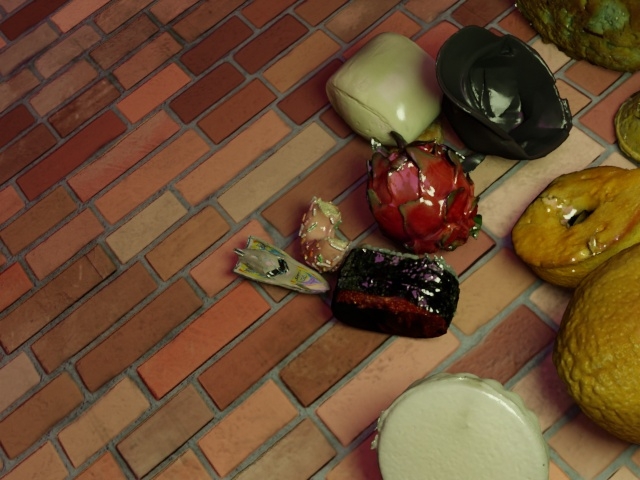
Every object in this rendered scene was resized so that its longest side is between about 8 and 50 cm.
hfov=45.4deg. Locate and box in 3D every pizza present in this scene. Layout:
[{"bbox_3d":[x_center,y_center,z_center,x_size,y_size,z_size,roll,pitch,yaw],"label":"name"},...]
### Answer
[{"bbox_3d":[0.189,-0.169,1.531,0.099,0.036,0.160,16,68,26],"label":"pizza"}]

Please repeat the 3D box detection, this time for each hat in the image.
[{"bbox_3d":[0.289,-0.259,1.441,0.209,0.336,0.238,-14,72,51],"label":"hat"}]

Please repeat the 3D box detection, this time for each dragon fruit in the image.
[{"bbox_3d":[0.174,-0.086,1.392,0.274,0.192,0.193,42,86,10],"label":"dragon fruit"}]

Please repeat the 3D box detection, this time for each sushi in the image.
[{"bbox_3d":[0.131,0.090,1.352,0.225,0.136,0.126,5,61,25],"label":"sushi"}]

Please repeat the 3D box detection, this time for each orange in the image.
[{"bbox_3d":[0.522,0.146,1.111,0.357,0.322,0.322,-21,58,16],"label":"orange"}]

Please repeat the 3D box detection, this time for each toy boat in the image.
[{"bbox_3d":[-0.071,0.058,1.459,0.210,0.066,0.084,19,70,22],"label":"toy boat"}]

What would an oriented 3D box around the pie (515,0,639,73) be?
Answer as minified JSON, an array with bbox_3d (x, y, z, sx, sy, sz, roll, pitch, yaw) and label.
[{"bbox_3d":[0.519,-0.461,1.462,0.103,0.288,0.354,-37,55,-15],"label":"pie"}]

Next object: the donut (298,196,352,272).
[{"bbox_3d":[0.000,0.000,1.446,0.065,0.117,0.166,17,28,-21],"label":"donut"}]

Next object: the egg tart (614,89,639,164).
[{"bbox_3d":[0.651,-0.219,1.414,0.212,0.090,0.213,-5,58,9],"label":"egg tart"}]

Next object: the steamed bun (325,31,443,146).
[{"bbox_3d":[0.128,-0.308,1.538,0.200,0.155,0.250,-42,43,-10],"label":"steamed bun"}]

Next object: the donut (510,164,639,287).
[{"bbox_3d":[0.450,-0.030,1.299,0.253,0.118,0.253,-31,30,20],"label":"donut"}]

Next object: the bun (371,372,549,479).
[{"bbox_3d":[0.229,0.316,1.197,0.263,0.175,0.263,4,100,22],"label":"bun"}]
